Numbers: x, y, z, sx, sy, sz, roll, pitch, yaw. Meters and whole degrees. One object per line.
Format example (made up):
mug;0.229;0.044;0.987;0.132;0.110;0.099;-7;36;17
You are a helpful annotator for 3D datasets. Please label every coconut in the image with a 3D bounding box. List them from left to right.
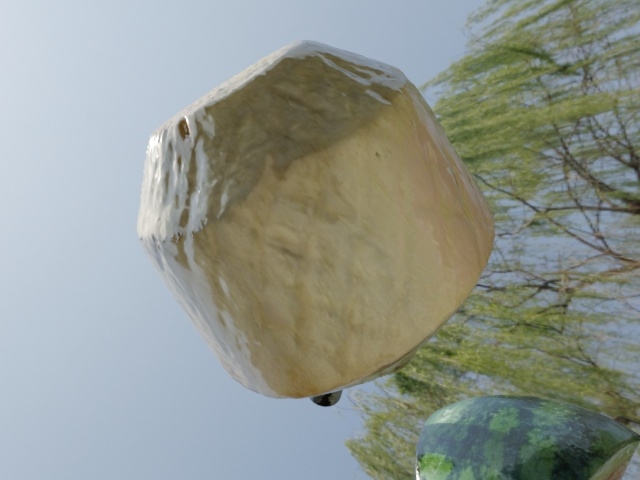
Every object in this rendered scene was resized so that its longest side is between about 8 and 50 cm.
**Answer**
coconut;0.000;0.000;0.542;0.328;0.328;0.329;0;-91;-21

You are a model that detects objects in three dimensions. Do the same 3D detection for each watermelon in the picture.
watermelon;0.284;0.351;0.772;0.293;0.250;0.283;51;-145;-2

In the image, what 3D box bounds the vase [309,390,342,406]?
vase;0.020;0.168;0.913;0.059;0.060;0.212;-8;-48;-21
